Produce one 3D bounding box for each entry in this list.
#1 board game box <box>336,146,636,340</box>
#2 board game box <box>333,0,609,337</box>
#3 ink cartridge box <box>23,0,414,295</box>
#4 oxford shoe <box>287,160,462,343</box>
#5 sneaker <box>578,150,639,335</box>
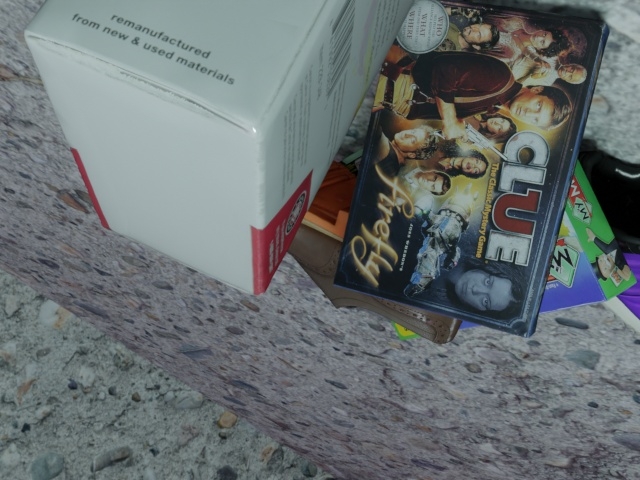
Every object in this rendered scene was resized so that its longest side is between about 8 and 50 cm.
[{"bbox_3d":[0.133,-0.021,0.844,0.317,0.046,0.213,-25,90,60],"label":"board game box"},{"bbox_3d":[0.116,-0.062,0.683,0.165,0.243,0.042,14,-175,20],"label":"board game box"},{"bbox_3d":[-0.026,-0.150,0.533,0.131,0.306,0.226,22,156,7],"label":"ink cartridge box"},{"bbox_3d":[0.000,0.000,0.877,0.364,0.130,0.132,25,125,47],"label":"oxford shoe"},{"bbox_3d":[0.320,0.010,0.804,0.293,0.102,0.146,29,155,-12],"label":"sneaker"}]
